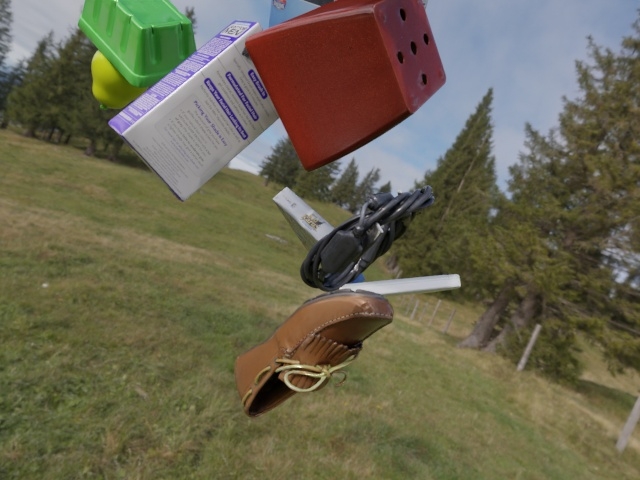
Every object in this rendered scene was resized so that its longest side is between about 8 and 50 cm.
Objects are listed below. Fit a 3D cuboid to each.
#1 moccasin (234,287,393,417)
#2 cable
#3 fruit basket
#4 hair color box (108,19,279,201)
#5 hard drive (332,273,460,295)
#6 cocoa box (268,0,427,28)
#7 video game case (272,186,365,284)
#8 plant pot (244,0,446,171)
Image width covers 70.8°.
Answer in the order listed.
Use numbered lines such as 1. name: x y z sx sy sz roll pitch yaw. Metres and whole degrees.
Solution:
1. moccasin: -0.025 0.204 0.773 0.139 0.380 0.147 26 40 -39
2. cable: 0.052 -0.003 0.522 0.151 0.184 0.047 -29 73 -37
3. fruit basket: -0.591 -0.591 1.439 0.392 0.392 0.283 25 41 37
4. hair color box: -0.225 -0.266 0.919 0.110 0.339 0.185 37 -15 45
5. hard drive: 0.187 0.130 1.206 0.308 0.040 0.203 -4 -9 -7
6. cocoa box: 0.057 -0.572 1.134 0.231 0.228 0.347 -16 42 -35
7. video game case: 0.000 0.000 1.289 0.244 0.061 0.269 41 -10 36
8. plant pot: 0.074 -0.321 0.842 0.236 0.267 0.267 -6 -60 42
